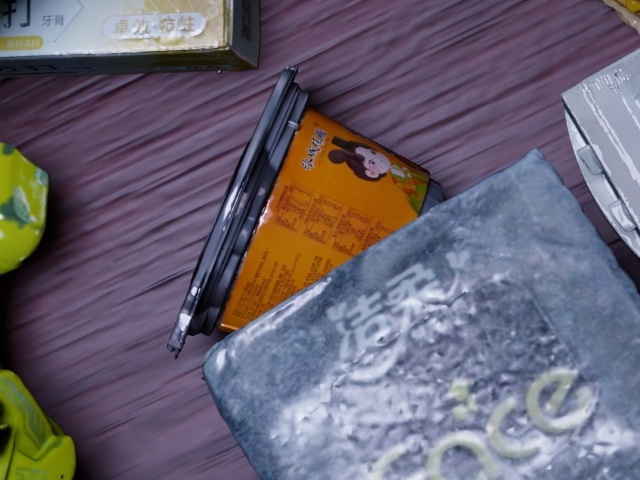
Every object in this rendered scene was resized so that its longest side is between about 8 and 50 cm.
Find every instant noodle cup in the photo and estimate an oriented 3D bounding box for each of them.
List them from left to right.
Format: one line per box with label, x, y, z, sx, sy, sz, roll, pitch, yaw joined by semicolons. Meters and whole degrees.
instant noodle cup;0.000;0.000;1.210;0.125;0.177;0.208;22;73;-1

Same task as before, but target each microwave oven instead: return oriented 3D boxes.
microwave oven;0.234;-0.049;1.144;0.162;0.208;0.122;-29;78;5

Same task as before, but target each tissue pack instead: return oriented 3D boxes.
tissue pack;0.107;0.138;1.052;0.228;0.103;0.316;-32;64;0

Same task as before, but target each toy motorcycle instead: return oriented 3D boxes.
toy motorcycle;-0.220;0.097;1.225;0.142;0.206;0.342;-17;65;20

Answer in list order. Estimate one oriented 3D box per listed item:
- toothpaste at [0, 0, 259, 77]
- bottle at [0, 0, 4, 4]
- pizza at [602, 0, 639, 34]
toothpaste;-0.201;-0.143;1.298;0.312;0.089;0.071;-1;86;10
bottle;-0.214;-0.234;1.214;0.168;0.168;0.347;32;51;13
pizza;0.170;-0.248;1.249;0.228;0.081;0.290;-5;83;10
